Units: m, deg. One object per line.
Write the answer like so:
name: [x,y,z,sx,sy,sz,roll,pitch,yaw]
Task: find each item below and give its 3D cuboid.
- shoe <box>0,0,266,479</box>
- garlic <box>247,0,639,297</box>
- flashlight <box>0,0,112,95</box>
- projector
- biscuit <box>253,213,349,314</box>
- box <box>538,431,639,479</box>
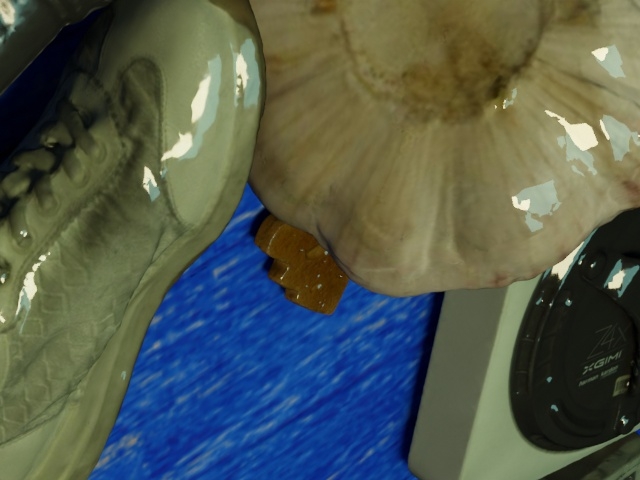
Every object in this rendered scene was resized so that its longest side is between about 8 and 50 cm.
shoe: [-0.110,0.000,0.811,0.098,0.103,0.275,3,123,-44]
garlic: [0.059,-0.078,0.897,0.218,0.218,0.212,-54,175,0]
flashlight: [-0.167,-0.050,0.739,0.232,0.093,0.093,-50,143,-12]
projector: [0.179,0.017,1.168,0.257,0.079,0.259,-19,133,-39]
biscuit: [0.000,0.000,1.012,0.082,0.016,0.092,-37,141,-30]
box: [0.164,0.150,1.269,0.085,0.063,0.060,-28,137,-30]
